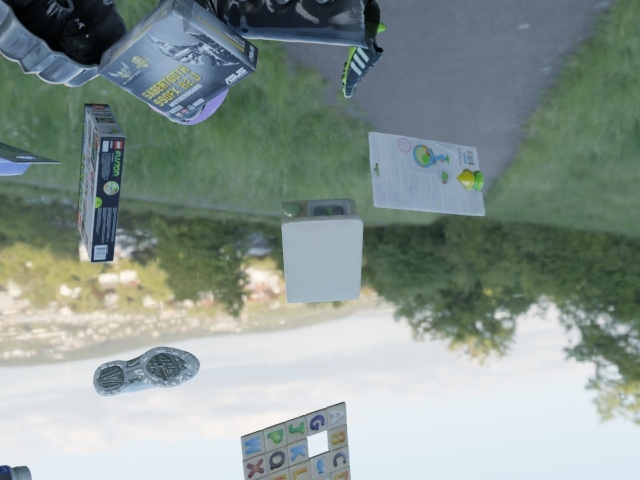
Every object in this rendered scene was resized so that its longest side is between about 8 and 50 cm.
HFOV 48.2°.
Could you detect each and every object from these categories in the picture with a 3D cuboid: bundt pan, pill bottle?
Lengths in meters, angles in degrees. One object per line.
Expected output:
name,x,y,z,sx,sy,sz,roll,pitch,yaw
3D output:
bundt pan,-0.562,-0.453,1.459,0.124,0.330,0.331,-31,163,28
pill bottle,-0.632,0.472,1.369,0.078,0.078,0.137,-12,167,43

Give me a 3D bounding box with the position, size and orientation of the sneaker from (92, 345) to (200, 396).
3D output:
sneaker,-0.370,0.285,1.568,0.232,0.090,0.115,-8,168,5

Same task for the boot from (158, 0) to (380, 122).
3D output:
boot,-0.102,-0.411,1.426,0.445,0.367,0.146,5,-169,16

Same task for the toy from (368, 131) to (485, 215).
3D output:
toy,0.185,-0.112,1.296,0.237,0.136,0.056,3,165,-24

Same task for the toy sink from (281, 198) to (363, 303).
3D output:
toy sink,0.000,0.000,1.422,0.153,0.131,0.234,-4,136,-2

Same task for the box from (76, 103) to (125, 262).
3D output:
box,-0.325,-0.084,1.051,0.036,0.207,0.114,-3,-145,-28

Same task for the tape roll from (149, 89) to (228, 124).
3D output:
tape roll,-0.377,-0.474,2.037,0.090,0.274,0.275,30,-166,30

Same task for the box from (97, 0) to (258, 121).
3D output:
box,-0.254,-0.320,1.275,0.231,0.056,0.183,-22,143,38

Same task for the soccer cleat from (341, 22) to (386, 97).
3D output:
soccer cleat,0.088,-0.370,1.477,0.072,0.060,0.179,13,129,-1

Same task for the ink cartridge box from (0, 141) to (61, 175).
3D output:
ink cartridge box,-0.761,-0.195,1.508,0.371,0.069,0.176,16,-172,7

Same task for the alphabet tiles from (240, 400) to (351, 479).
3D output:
alphabet tiles,-0.033,0.405,1.192,0.198,0.237,0.009,-12,-166,-31
